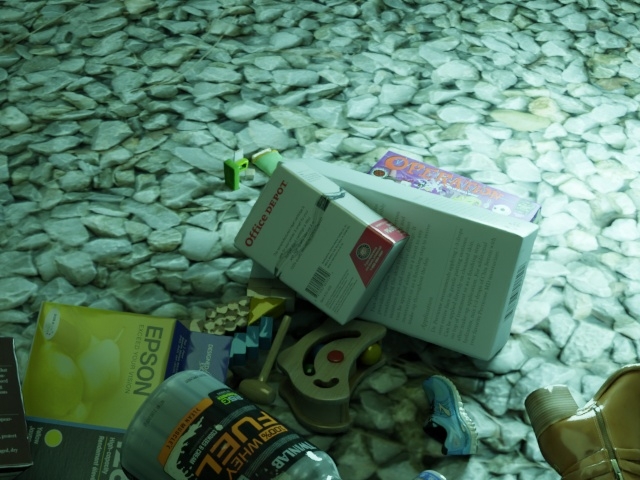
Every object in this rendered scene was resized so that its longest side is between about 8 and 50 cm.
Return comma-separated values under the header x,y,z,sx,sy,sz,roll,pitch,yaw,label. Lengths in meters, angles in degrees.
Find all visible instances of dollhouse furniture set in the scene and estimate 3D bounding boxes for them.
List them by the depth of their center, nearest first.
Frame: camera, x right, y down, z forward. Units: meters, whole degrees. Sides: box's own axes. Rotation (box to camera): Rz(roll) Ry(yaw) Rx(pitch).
x,y,z,sx,sy,sz,roll,pitch,yaw,label
-0.132,-0.162,2.517,0.152,0.058,0.076,-28,49,-31,dollhouse furniture set

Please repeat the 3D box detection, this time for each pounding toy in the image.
x,y,z,sx,sy,sz,roll,pitch,yaw,label
0.010,0.204,2.006,0.154,0.154,0.269,27,45,33,pounding toy

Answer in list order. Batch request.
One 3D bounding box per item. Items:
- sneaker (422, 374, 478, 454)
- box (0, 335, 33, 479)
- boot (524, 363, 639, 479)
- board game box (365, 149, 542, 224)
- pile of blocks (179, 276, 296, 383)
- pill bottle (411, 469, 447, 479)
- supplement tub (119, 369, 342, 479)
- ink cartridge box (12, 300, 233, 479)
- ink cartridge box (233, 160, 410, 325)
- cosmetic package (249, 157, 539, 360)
x,y,z,sx,sy,sz,roll,pitch,yaw,label
0.197,0.284,1.994,0.073,0.063,0.162,-13,42,-13,sneaker
-0.538,0.261,1.771,0.167,0.168,0.203,3,62,-38,box
0.477,0.310,1.896,0.284,0.109,0.220,-4,45,-19,boot
0.238,-0.060,2.426,0.347,0.056,0.208,21,39,21,board game box
-0.177,0.195,2.056,0.362,0.112,0.149,-29,61,-21,pile of blocks
0.132,0.409,1.826,0.137,0.078,0.078,-29,49,-33,pill bottle
-0.111,0.335,1.723,0.316,0.193,0.193,30,47,25,supplement tub
-0.314,0.260,1.897,0.307,0.072,0.303,5,66,6,ink cartridge box
0.000,0.000,2.050,0.237,0.172,0.100,35,19,13,ink cartridge box
0.127,0.023,2.146,0.453,0.230,0.161,18,13,17,cosmetic package
